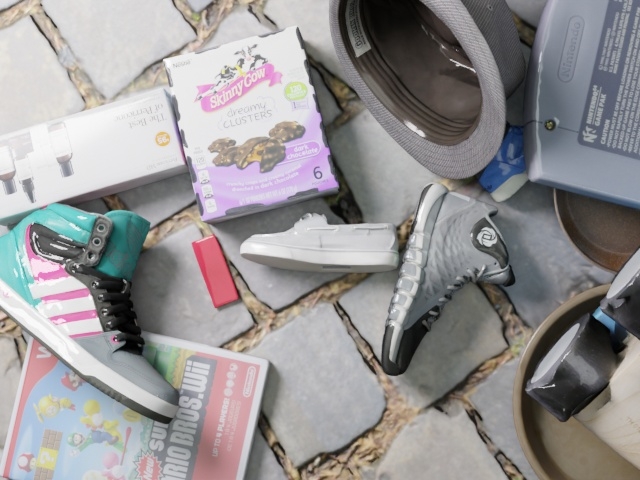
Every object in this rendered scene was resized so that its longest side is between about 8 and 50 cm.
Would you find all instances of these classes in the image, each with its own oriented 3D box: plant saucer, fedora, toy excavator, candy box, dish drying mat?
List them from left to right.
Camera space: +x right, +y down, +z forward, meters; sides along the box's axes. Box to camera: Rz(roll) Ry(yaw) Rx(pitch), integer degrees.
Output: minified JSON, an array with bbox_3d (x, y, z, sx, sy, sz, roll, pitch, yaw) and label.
[{"bbox_3d":[-0.125,0.036,1.421,0.032,0.008,0.083,-21,86,3],"label":"dish drying mat"},{"bbox_3d":[-0.079,-0.133,1.397,0.164,0.070,0.196,-14,86,3],"label":"candy box"},{"bbox_3d":[0.137,-0.217,1.340,0.124,0.244,0.275,-36,78,-28],"label":"fedora"},{"bbox_3d":[0.356,-0.058,1.368,0.198,0.036,0.199,0,92,-8],"label":"plant saucer"},{"bbox_3d":[0.357,0.185,1.367,0.277,0.041,0.278,0,87,3],"label":"plant saucer"},{"bbox_3d":[0.460,0.006,1.257,0.222,0.445,0.433,37,131,4],"label":"toy excavator"}]

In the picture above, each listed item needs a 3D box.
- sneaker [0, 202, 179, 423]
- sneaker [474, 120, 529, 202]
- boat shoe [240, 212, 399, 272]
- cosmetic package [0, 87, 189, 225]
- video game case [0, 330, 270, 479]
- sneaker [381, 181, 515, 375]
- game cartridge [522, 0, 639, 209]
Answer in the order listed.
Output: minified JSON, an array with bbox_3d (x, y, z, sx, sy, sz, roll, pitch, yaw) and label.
[{"bbox_3d":[-0.238,0.058,1.359,0.295,0.124,0.178,38,86,12],"label":"sneaker"},{"bbox_3d":[0.234,-0.124,1.384,0.152,0.058,0.084,-43,94,7],"label":"sneaker"},{"bbox_3d":[0.000,0.000,1.390,0.184,0.066,0.063,1,76,4],"label":"boat shoe"},{"bbox_3d":[-0.281,-0.097,1.413,0.239,0.060,0.099,-17,86,2],"label":"cosmetic package"},{"bbox_3d":[-0.218,0.209,1.408,0.285,0.025,0.204,12,87,4],"label":"video game case"},{"bbox_3d":[0.152,0.055,1.366,0.132,0.086,0.229,15,86,2],"label":"sneaker"},{"bbox_3d":[0.331,-0.191,1.321,0.198,0.062,0.297,14,85,-1],"label":"game cartridge"}]
